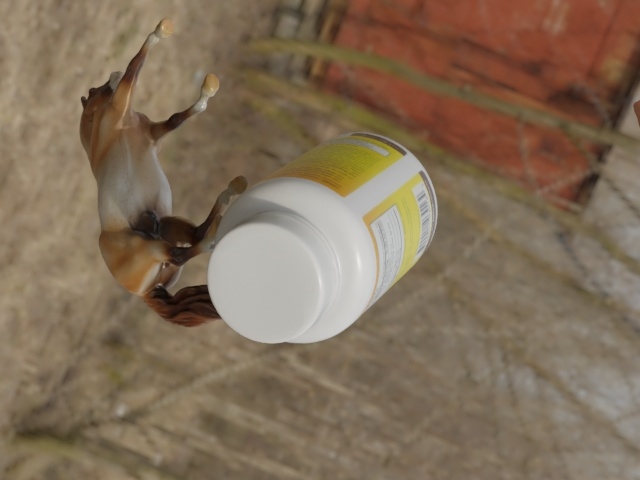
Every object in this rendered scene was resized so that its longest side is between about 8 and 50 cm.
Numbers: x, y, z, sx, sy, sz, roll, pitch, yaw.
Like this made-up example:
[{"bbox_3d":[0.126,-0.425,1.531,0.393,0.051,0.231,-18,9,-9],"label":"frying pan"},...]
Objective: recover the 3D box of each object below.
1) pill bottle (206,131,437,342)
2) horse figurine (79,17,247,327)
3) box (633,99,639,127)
[{"bbox_3d":[0.000,0.000,1.211,0.215,0.117,0.117,-37,152,-64],"label":"pill bottle"},{"bbox_3d":[-0.125,-0.039,1.304,0.174,0.066,0.263,-38,-118,43],"label":"horse figurine"},{"bbox_3d":[0.161,0.004,0.425,0.257,0.128,0.123,-38,110,-80],"label":"box"}]
